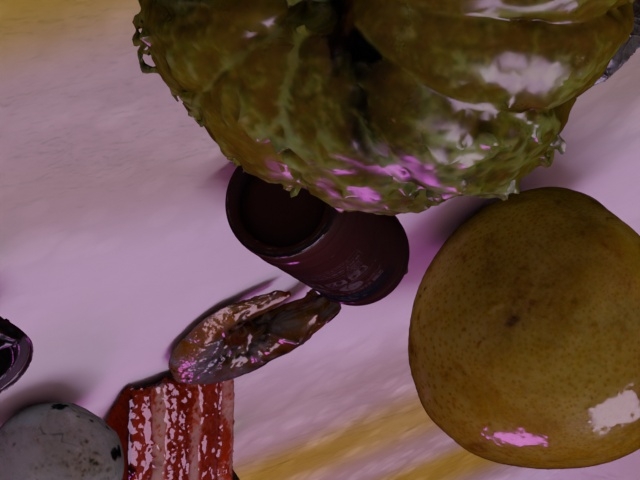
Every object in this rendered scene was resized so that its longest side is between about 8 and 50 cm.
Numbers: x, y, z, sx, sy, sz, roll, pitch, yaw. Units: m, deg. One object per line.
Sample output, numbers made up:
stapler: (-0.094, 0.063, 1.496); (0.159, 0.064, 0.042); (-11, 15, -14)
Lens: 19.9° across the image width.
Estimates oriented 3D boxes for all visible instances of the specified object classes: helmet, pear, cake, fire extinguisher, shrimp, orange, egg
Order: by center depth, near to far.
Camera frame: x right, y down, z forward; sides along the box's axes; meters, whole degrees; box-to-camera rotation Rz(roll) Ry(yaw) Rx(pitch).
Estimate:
orange: (0.041, -0.156, 1.005); (0.223, 0.300, 0.301); (-35, 127, -54)
helmet: (-0.293, 0.087, 1.446); (0.098, 0.070, 0.123); (-49, 162, 19)
fire extinguisher: (0.000, 0.000, 1.647); (0.138, 0.102, 0.344); (-2, 168, 16)
egg: (-0.249, 0.212, 1.743); (0.131, 0.131, 0.164); (-39, -178, 23)
shrimp: (-0.066, 0.095, 1.827); (0.187, 0.051, 0.132); (-29, 161, 2)
pear: (0.237, 0.097, 1.916); (0.304, 0.304, 0.304); (-27, 160, -11)
cake: (-0.185, 0.224, 1.977); (0.158, 0.160, 0.262); (-16, 121, -35)

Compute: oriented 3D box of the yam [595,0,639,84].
yam: (0.149, -0.202, 1.268); (0.107, 0.107, 0.183); (-33, 122, 5)

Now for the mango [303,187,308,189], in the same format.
mango: (0.042, -0.104, 1.268); (0.193, 0.146, 0.316); (-18, -175, -8)

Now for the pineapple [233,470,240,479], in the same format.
pineapple: (-0.178, 0.339, 2.197); (0.198, 0.108, 0.108); (-36, 161, 33)
